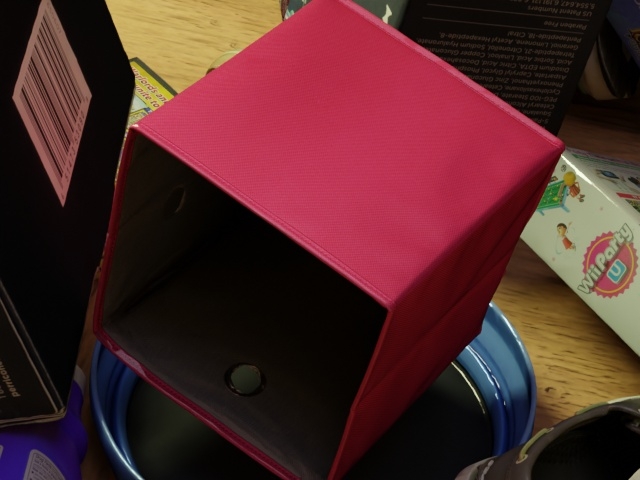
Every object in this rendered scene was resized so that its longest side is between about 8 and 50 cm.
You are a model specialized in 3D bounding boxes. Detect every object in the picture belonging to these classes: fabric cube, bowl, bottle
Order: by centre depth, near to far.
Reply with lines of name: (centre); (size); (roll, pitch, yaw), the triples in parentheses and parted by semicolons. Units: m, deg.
bottle: (-0.246, 0.210, 1.476); (0.092, 0.118, 0.283); (-9, 39, 13)
fabric cube: (0.000, 0.000, 1.501); (0.254, 0.259, 0.258); (34, 47, 16)
bowl: (-0.007, 0.143, 1.613); (0.391, 0.077, 0.391); (2, 40, -2)

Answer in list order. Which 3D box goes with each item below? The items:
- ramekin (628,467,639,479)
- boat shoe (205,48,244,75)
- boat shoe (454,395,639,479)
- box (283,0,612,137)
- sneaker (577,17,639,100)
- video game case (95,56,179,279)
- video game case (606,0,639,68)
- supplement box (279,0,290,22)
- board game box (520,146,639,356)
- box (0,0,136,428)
ramekin: (0.300, 0.239, 1.437); (0.207, 0.207, 0.109); (-28, 58, -32)
boat shoe: (-0.061, -0.105, 1.811); (0.089, 0.105, 0.285); (-16, 35, -20)
boat shoe: (0.246, 0.187, 1.519); (0.305, 0.091, 0.109); (-13, 77, -39)
box: (0.123, -0.252, 1.822); (0.212, 0.395, 0.293); (3, 38, -20)
sneaker: (0.285, -0.303, 2.130); (0.182, 0.158, 0.410); (-3, 33, 18)
video game case: (-0.222, -0.076, 1.882); (0.248, 0.035, 0.275); (-23, 47, -29)
video game case: (0.401, -0.261, 2.005); (0.061, 0.269, 0.244); (-22, 23, 38)
supplement box: (0.009, -0.275, 2.101); (0.104, 0.081, 0.188); (-2, 41, -7)
board game box: (0.346, 0.040, 1.688); (0.224, 0.097, 0.303); (7, 32, -44)
box: (-0.448, -0.074, 1.575); (0.471, 0.297, 0.480); (-10, 39, 11)
